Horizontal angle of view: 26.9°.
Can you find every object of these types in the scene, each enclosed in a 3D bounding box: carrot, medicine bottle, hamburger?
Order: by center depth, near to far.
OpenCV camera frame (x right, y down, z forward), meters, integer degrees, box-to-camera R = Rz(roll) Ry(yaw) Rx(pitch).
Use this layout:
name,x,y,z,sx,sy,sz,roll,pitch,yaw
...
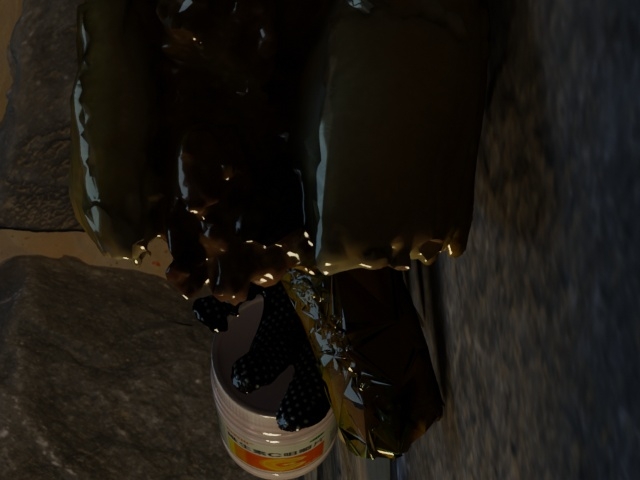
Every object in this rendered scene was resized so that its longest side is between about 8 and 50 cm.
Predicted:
name,x,y,z,sx,sy,sz,roll,pitch,yaw
hamburger,-0.020,-0.084,0.530,0.245,0.155,0.282,101,170,-60
carrot,0.001,0.000,0.678,0.069,0.069,0.228,112,136,-81
medicine bottle,-0.041,0.149,1.327,0.249,0.133,0.133,96,168,-66

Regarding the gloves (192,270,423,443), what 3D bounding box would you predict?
name,x,y,z,sx,sy,sz,roll,pitch,yaw
gloves,0.000,0.026,0.770,0.106,0.129,0.180,-15,-90,-71
